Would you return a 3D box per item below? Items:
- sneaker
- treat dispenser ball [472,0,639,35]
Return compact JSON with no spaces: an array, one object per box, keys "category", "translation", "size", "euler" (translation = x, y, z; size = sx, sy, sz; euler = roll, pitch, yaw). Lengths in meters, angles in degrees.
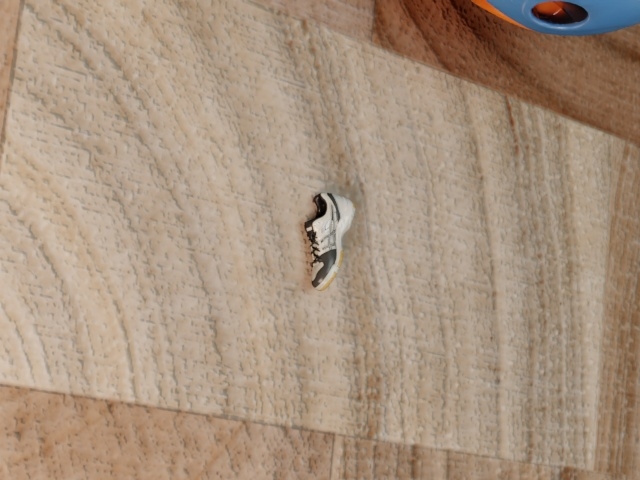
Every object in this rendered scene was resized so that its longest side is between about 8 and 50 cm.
[{"category":"sneaker","translation":[0.000,0.000,1.222],"size":[0.037,0.032,0.083],"euler":[24,65,-23]},{"category":"treat dispenser ball","translation":[0.218,-0.318,1.269],"size":[0.288,0.288,0.288],"euler":[5,83,-41]}]
